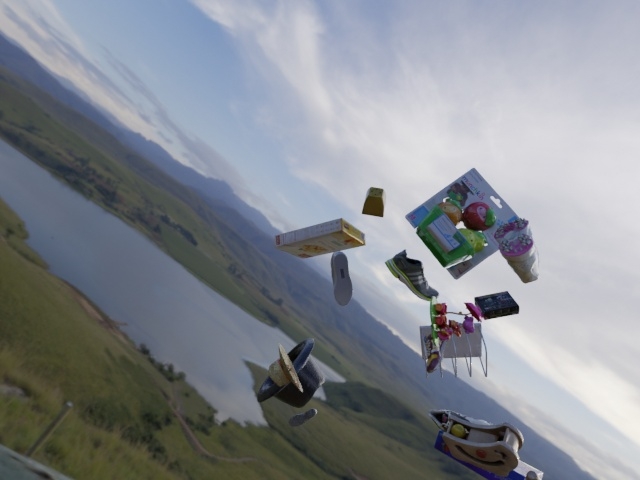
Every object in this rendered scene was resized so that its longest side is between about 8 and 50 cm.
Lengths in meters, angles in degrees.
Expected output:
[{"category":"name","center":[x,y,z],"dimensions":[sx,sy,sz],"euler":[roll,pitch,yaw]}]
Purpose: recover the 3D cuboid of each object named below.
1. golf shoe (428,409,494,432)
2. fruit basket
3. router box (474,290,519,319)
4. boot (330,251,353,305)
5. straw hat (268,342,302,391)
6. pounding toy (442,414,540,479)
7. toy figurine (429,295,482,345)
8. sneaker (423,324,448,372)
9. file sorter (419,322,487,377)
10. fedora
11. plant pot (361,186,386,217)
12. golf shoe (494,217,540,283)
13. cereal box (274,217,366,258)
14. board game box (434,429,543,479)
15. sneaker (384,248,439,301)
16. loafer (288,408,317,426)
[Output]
[{"category":"golf shoe","center":[0.485,0.650,1.472],"dimensions":[0.120,0.105,0.273],"euler":[29,-20,-14]},{"category":"fruit basket","center":[0.566,-0.074,1.663],"dimensions":[0.327,0.353,0.165],"euler":[55,3,17]},{"category":"router box","center":[0.608,0.224,1.476],"dimensions":[0.092,0.122,0.038],"euler":[-94,173,-63]},{"category":"boot","center":[0.099,0.177,2.058],"dimensions":[0.095,0.259,0.123],"euler":[-2,4,-5]},{"category":"straw hat","center":[-0.107,0.359,1.160],"dimensions":[0.145,0.061,0.144],"euler":[61,-4,8]},{"category":"pounding toy","center":[0.479,0.611,1.210],"dimensions":[0.269,0.155,0.154],"euler":[9,-53,32]},{"category":"toy figurine","center":[0.465,0.271,1.444],"dimensions":[0.159,0.173,0.130],"euler":[-8,-31,27]},{"category":"sneaker","center":[0.406,0.392,1.556],"dimensions":[0.083,0.186,0.070],"euler":[33,-39,2]},{"category":"file sorter","center":[0.604,0.511,1.946],"dimensions":[0.173,0.277,0.193],"euler":[-73,155,-61]},{"category":"fedora","center":[-0.088,0.522,1.596],"dimensions":[0.152,0.334,0.334],"euler":[44,-10,0]},{"category":"plant pot","center":[0.197,-0.145,1.538],"dimensions":[0.081,0.082,0.083],"euler":[10,-40,9]},{"category":"golf shoe","center":[0.628,0.028,1.353],"dimensions":[0.115,0.306,0.140],"euler":[-22,-77,30]},{"category":"cereal box","center":[0.000,0.000,1.338],"dimensions":[0.240,0.048,0.173],"euler":[-14,-21,27]},{"category":"board game box","center":[0.666,0.877,1.702],"dimensions":[0.346,0.078,0.233],"euler":[14,-9,45]},{"category":"sneaker","center":[0.433,0.161,1.917],"dimensions":[0.299,0.121,0.111],"euler":[38,21,-14]},{"category":"loafer","center":[-0.069,0.729,1.751],"dimensions":[0.045,0.125,0.039],"euler":[66,7,25]}]
